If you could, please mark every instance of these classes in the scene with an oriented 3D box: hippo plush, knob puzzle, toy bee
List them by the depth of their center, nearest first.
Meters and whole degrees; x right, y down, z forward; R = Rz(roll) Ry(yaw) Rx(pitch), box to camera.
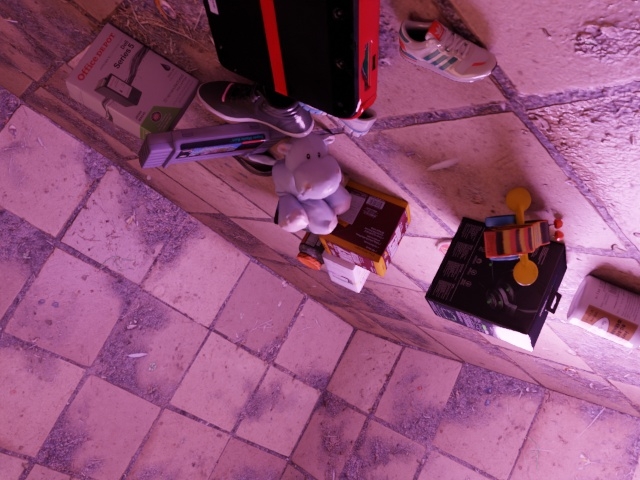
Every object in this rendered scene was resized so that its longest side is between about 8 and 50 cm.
[{"bbox_3d":[0.438,-0.024,1.228,0.162,0.298,0.195,-7,115,19],"label":"toy bee"},{"bbox_3d":[-0.014,-0.183,1.480,0.294,0.235,0.236,67,154,19],"label":"hippo plush"},{"bbox_3d":[0.428,0.054,1.704,0.213,0.030,0.213,27,166,7],"label":"knob puzzle"}]

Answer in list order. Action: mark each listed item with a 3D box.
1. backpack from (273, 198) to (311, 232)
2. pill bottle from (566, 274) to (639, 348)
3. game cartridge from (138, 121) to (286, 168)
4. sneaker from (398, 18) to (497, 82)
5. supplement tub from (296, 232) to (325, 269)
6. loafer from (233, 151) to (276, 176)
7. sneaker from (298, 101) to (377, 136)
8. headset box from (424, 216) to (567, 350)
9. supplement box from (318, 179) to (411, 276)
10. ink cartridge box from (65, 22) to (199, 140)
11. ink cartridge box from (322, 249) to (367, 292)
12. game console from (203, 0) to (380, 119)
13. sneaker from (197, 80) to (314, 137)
[{"bbox_3d":[-0.046,-0.110,1.792,0.173,0.158,0.117,16,148,-4],"label":"backpack"},{"bbox_3d":[0.735,0.187,1.383,0.229,0.131,0.131,24,165,17],"label":"pill bottle"},{"bbox_3d":[-0.282,-0.249,1.489,0.355,0.068,0.230,-12,-175,-23],"label":"game cartridge"},{"bbox_3d":[0.191,-0.297,0.876,0.161,0.057,0.075,26,171,21],"label":"sneaker"},{"bbox_3d":[0.000,0.000,1.992,0.117,0.190,0.117,27,166,7],"label":"supplement tub"},{"bbox_3d":[-0.222,-0.267,1.707,0.220,0.080,0.078,30,166,-6],"label":"loafer"},{"bbox_3d":[0.036,-0.292,1.190,0.191,0.071,0.083,24,161,-16],"label":"sneaker"},{"bbox_3d":[0.446,0.105,1.415,0.283,0.246,0.131,18,162,33],"label":"headset box"},{"bbox_3d":[0.130,-0.034,1.625,0.191,0.194,0.129,24,165,19],"label":"supplement box"},{"bbox_3d":[-0.493,-0.402,1.507,0.273,0.198,0.115,31,166,-11],"label":"ink cartridge box"},{"bbox_3d":[0.113,0.032,1.866,0.117,0.201,0.278,25,165,15],"label":"ink cartridge box"},{"bbox_3d":[-0.061,-0.386,0.931,0.342,0.060,0.386,29,154,20],"label":"game console"},{"bbox_3d":[-0.158,-0.339,1.313,0.296,0.104,0.147,20,162,10],"label":"sneaker"}]
